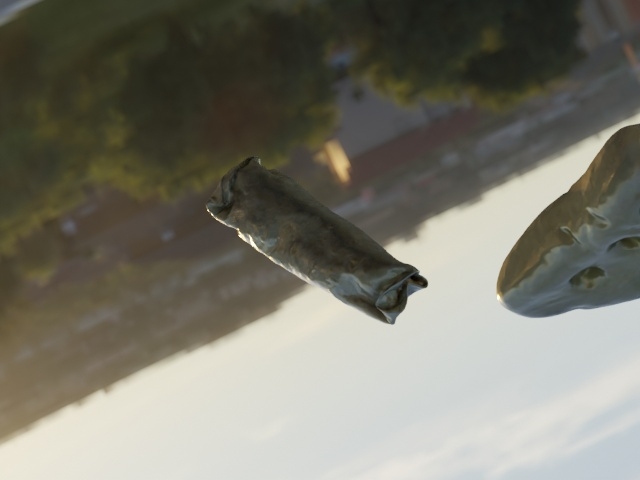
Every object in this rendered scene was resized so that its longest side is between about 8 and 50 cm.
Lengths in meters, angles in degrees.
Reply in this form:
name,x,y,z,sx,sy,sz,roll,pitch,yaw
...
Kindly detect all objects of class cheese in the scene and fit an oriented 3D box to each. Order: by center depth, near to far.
name,x,y,z,sx,sy,sz,roll,pitch,yaw
cheese,0.381,-0.011,2.618,0.328,0.129,0.351,-23,148,13

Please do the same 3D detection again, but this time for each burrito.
name,x,y,z,sx,sy,sz,roll,pitch,yaw
burrito,0.000,0.000,1.753,0.082,0.059,0.275,-46,-132,-13
